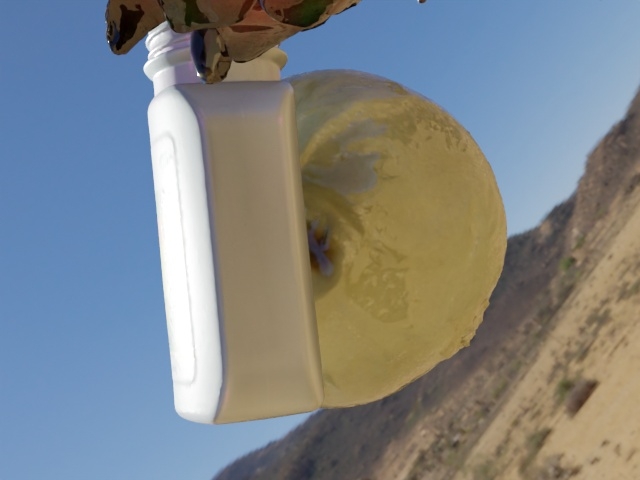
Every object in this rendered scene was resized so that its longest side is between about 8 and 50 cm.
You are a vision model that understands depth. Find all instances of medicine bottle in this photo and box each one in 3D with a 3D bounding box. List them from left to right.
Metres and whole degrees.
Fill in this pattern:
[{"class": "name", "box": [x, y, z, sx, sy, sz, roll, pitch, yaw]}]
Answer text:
[{"class": "medicine bottle", "box": [-0.073, -0.024, 0.735, 0.124, 0.324, 0.179, -3, -3, -15]}]

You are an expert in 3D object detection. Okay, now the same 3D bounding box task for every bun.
[{"class": "bun", "box": [0.002, -0.001, 0.934, 0.364, 0.364, 0.202, -55, -15, 14]}]

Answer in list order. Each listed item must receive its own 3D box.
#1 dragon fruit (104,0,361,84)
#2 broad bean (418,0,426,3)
[{"class": "dragon fruit", "box": [-0.016, -0.130, 0.321, 0.142, 0.130, 0.121, 139, 144, -63]}, {"class": "broad bean", "box": [0.170, -0.383, 1.091, 0.213, 0.070, 0.048, -63, 24, 23]}]
